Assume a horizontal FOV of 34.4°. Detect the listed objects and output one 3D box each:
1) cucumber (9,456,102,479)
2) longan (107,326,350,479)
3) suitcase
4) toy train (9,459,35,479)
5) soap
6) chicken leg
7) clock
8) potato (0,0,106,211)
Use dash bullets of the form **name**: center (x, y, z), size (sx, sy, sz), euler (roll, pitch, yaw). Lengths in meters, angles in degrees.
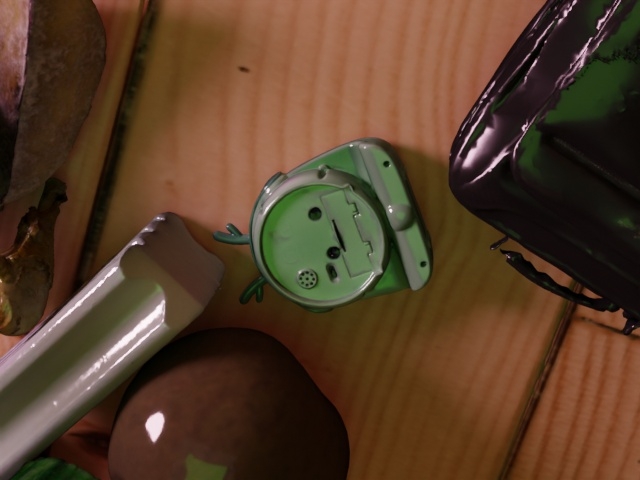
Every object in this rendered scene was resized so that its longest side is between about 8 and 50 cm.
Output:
- **cucumber**: center (-0.247, 0.299, 0.952), size (0.191, 0.130, 0.191), euler (11, 121, 19)
- **longan**: center (-0.083, 0.204, 1.022), size (0.248, 0.248, 0.248), euler (1, 105, 5)
- **suitcase**: center (0.317, -0.085, 0.938), size (0.345, 0.188, 0.339), euler (32, 111, -5)
- **toy train**: center (-0.404, 0.303, 1.058), size (0.307, 0.249, 0.173), euler (49, 131, -8)
- **soap**: center (-0.237, 0.108, 1.030), size (0.289, 0.173, 0.095), euler (-41, 98, 13)
- **chicken leg**: center (-0.291, 0.010, 1.019), size (0.070, 0.178, 0.093), euler (0, 144, 24)
- **clock**: center (0.000, 0.000, 1.037), size (0.211, 0.066, 0.159), euler (-21, 101, 11)
- **potato**: center (-0.282, -0.171, 1.020), size (0.120, 0.100, 0.261), euler (42, 127, 34)
